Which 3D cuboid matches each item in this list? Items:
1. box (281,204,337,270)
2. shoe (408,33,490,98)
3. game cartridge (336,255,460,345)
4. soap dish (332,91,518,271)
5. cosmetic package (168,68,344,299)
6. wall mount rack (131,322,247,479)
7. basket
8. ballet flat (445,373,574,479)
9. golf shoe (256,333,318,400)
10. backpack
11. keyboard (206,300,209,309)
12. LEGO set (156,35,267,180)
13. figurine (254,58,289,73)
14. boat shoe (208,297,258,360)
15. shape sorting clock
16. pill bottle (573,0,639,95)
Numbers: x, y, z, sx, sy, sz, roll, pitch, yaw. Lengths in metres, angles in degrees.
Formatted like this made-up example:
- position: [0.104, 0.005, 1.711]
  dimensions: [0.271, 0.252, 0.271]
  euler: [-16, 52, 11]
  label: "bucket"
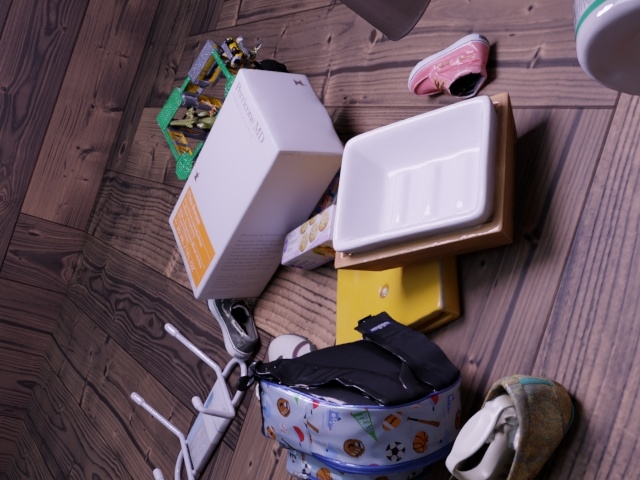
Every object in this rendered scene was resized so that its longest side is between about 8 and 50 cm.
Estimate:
- position: [0.000, 0.000, 1.624]
  dimensions: [0.324, 0.063, 0.067]
  euler: [153, 128, -72]
  label: "box"
- position: [0.211, -0.271, 1.493]
  dimensions: [0.178, 0.063, 0.081]
  euler: [-28, 45, 47]
  label: "shoe"
- position: [0.125, 0.022, 1.497]
  dimensions: [0.285, 0.053, 0.323]
  euler: [-35, 42, 48]
  label: "game cartridge"
- position: [0.162, -0.076, 1.334]
  dimensions: [0.291, 0.118, 0.228]
  euler: [-15, 57, 38]
  label: "soap dish"
- position: [-0.143, -0.101, 1.808]
  dimensions: [0.453, 0.162, 0.230]
  euler: [-57, 46, 40]
  label: "cosmetic package"
- position: [-0.300, 0.364, 1.954]
  dimensions: [0.350, 0.130, 0.304]
  euler: [-61, 30, 18]
  label: "wall mount rack"
- position: [0.088, -0.517, 1.685]
  dimensions: [0.204, 0.227, 0.154]
  euler: [-67, 29, 10]
  label: "basket"
- position: [0.194, 0.319, 1.124]
  dimensions: [0.348, 0.123, 0.123]
  euler: [-65, 29, 13]
  label: "ballet flat"
- position: [-0.060, 0.248, 1.612]
  dimensions: [0.105, 0.120, 0.273]
  euler: [-64, 28, 18]
  label: "golf shoe"
- position: [0.067, 0.242, 1.257]
  dimensions: [0.263, 0.277, 0.213]
  euler: [0, 105, 52]
  label: "backpack"
- position: [-0.267, 0.076, 2.178]
  dimensions: [0.108, 0.023, 0.180]
  euler: [-56, 33, 27]
  label: "keyboard"
- position: [-0.199, -0.278, 1.973]
  dimensions: [0.255, 0.192, 0.331]
  euler: [51, 120, 38]
  label: "LEGO set"
- position: [-0.132, -0.283, 2.094]
  dimensions: [0.215, 0.092, 0.209]
  euler: [-54, 37, 31]
  label: "figurine"
- position: [-0.182, 0.161, 1.930]
  dimensions: [0.070, 0.078, 0.219]
  euler: [-57, 39, 26]
  label: "boat shoe"
- position: [-0.004, -0.110, 1.804]
  dimensions: [0.206, 0.040, 0.206]
  euler: [-37, 43, 46]
  label: "shape sorting clock"
- position: [0.405, -0.375, 1.065]
  dimensions: [0.204, 0.204, 0.361]
  euler: [-28, 50, 52]
  label: "pill bottle"
